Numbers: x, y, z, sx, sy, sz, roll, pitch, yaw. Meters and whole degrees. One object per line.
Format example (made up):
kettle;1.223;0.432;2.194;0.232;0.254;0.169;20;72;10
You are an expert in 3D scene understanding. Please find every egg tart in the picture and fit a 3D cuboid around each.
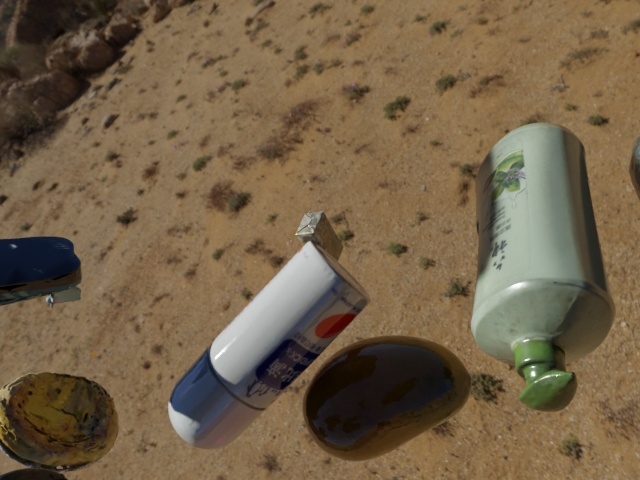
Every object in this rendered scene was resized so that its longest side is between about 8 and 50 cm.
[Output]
egg tart;-0.502;0.347;0.874;0.094;0.234;0.234;-57;38;10

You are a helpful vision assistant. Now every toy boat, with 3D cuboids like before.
toy boat;-0.520;0.068;0.680;0.134;0.298;0.092;45;129;41

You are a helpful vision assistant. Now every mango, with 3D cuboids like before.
mango;0.093;0.230;0.716;0.254;0.139;0.175;-22;44;-7

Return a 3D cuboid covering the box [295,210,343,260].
box;0.000;0.000;0.836;0.045;0.098;0.062;-4;40;31

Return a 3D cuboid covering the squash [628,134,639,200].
squash;0.458;-0.098;0.461;0.252;0.165;0.252;-31;-2;-1

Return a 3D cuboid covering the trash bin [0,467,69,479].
trash bin;-0.280;0.282;0.380;0.161;0.175;0.175;-37;40;15

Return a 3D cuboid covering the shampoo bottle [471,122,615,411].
shampoo bottle;0.167;0.019;0.365;0.087;0.118;0.234;16;50;3

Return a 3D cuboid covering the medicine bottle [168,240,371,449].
medicine bottle;-0.086;0.164;0.687;0.341;0.130;0.130;-46;39;4
